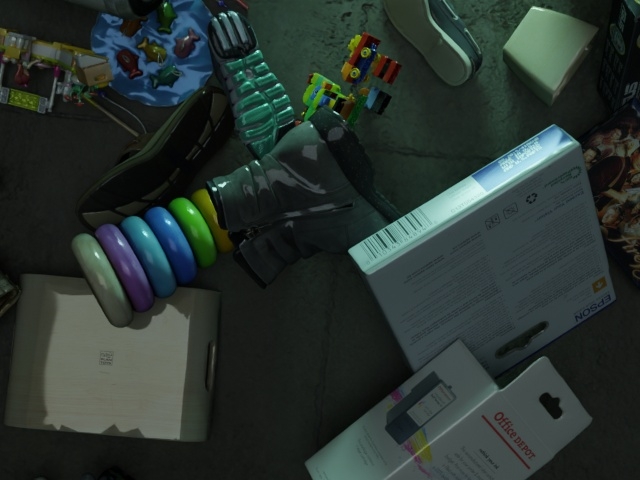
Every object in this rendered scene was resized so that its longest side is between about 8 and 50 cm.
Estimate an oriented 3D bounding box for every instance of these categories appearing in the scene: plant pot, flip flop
[{"bbox_3d":[0.316,-0.266,1.375,0.096,0.109,0.109,35,94,10],"label":"plant pot"},{"bbox_3d":[-0.236,-0.117,1.399,0.277,0.080,0.112,-49,133,-8],"label":"flip flop"}]

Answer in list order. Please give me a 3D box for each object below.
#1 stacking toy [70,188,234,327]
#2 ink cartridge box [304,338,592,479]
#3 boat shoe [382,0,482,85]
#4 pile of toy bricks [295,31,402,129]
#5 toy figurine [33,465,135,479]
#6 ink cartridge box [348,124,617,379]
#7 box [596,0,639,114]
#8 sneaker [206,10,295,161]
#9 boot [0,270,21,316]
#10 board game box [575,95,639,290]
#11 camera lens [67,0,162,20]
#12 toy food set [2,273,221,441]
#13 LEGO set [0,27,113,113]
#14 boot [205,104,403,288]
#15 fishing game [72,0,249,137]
[{"bbox_3d":[-0.170,-0.012,1.360,0.330,0.141,0.141,-28,94,-14],"label":"stacking toy"},{"bbox_3d":[0.183,0.283,1.368,0.353,0.119,0.207,-39,130,3],"label":"ink cartridge box"},{"bbox_3d":[0.159,-0.317,1.401,0.065,0.075,0.206,-34,88,-40],"label":"boat shoe"},{"bbox_3d":[0.014,-0.201,1.391,0.105,0.118,0.212,37,105,32],"label":"pile of toy bricks"},{"bbox_3d":[-0.359,0.443,1.413,0.213,0.148,0.209,-5,95,1],"label":"toy figurine"},{"bbox_3d":[0.237,0.049,1.352,0.324,0.071,0.330,-31,133,-4],"label":"ink cartridge box"},{"bbox_3d":[0.486,-0.281,1.289,0.216,0.270,0.060,-22,67,1],"label":"box"},{"bbox_3d":[-0.098,-0.207,1.369,0.083,0.098,0.224,-20,97,-13],"label":"sneaker"},{"bbox_3d":[-0.488,0.016,1.393,0.165,0.077,0.213,37,101,16],"label":"boot"},{"bbox_3d":[0.453,-0.058,1.382,0.243,0.042,0.165,48,122,-3],"label":"board game box"},{"bbox_3d":[-0.324,-0.429,1.296,0.274,0.219,0.219,19,95,6],"label":"camera lens"},{"bbox_3d":[-0.304,0.170,1.431,0.306,0.092,0.220,5,83,-1],"label":"toy food set"},{"bbox_3d":[-0.384,-0.224,1.361,0.287,0.132,0.107,19,102,25],"label":"LEGO set"},{"bbox_3d":[0.000,0.000,1.346,0.222,0.118,0.338,-36,113,-4],"label":"boot"},{"bbox_3d":[-0.239,-0.286,1.406,0.189,0.041,0.264,41,92,-4],"label":"fishing game"}]
